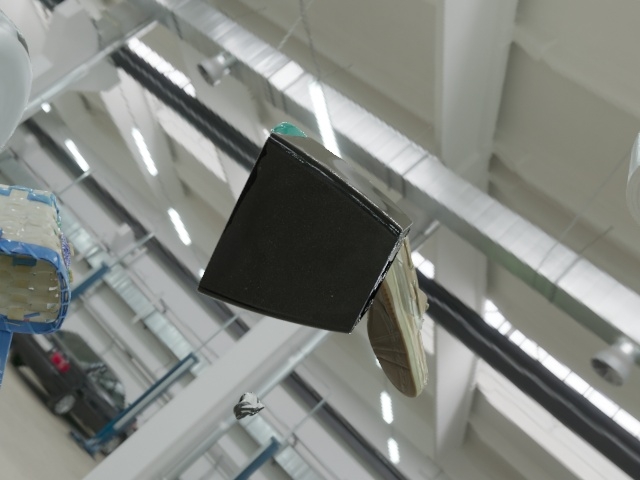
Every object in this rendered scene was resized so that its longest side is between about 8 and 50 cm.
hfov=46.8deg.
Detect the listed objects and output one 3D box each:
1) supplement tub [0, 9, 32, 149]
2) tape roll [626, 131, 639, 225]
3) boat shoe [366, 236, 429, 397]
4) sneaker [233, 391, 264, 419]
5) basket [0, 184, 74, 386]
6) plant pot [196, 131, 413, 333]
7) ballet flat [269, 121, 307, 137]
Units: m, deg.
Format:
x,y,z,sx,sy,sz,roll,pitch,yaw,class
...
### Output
x,y,z,sx,sy,sz,roll,pitch,yaw,class
-0.406,-0.188,0.560,0.338,0.207,0.207,42,-18,7,supplement tub
0.767,-0.135,1.526,0.246,0.169,0.246,14,-49,17,tape roll
0.132,0.106,1.210,0.109,0.098,0.302,-6,-79,62,boat shoe
-0.147,0.317,1.430,0.043,0.040,0.109,55,6,16,sneaker
-0.469,0.073,1.073,0.201,0.288,0.254,11,-35,-10,basket
0.000,0.000,0.836,0.167,0.188,0.187,27,11,8,plant pot
-0.008,-0.114,1.383,0.083,0.087,0.247,-31,-60,34,ballet flat
